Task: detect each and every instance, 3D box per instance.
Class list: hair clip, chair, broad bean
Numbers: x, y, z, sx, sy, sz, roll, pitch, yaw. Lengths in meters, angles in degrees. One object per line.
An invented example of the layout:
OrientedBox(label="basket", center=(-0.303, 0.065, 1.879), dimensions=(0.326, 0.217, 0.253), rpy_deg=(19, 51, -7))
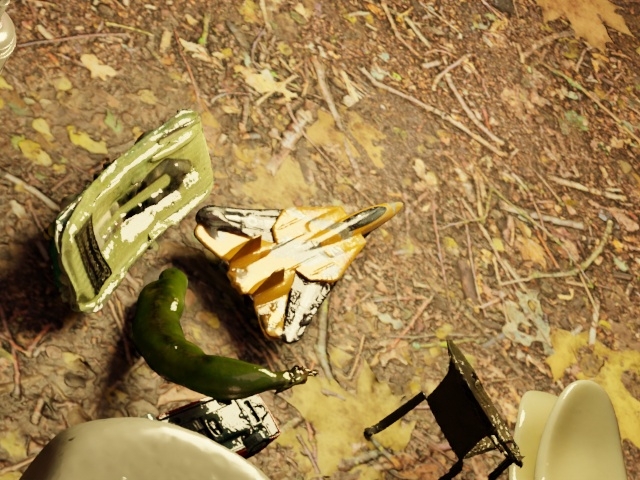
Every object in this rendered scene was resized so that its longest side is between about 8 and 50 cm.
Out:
OrientedBox(label="hair clip", center=(0.323, 0.298, 2.254), dimensions=(0.173, 0.113, 0.282), rpy_deg=(12, 56, -27))
OrientedBox(label="hair clip", center=(-0.243, -0.040, 2.138), dimensions=(0.091, 0.138, 0.321), rpy_deg=(6, 34, 30))
OrientedBox(label="chair", center=(0.174, 0.215, 2.137), dimensions=(0.149, 0.213, 0.174), rpy_deg=(-15, 67, -35))
OrientedBox(label="broad bean", center=(-0.141, 0.116, 2.039), dimensions=(0.144, 0.049, 0.292), rpy_deg=(-19, 35, -34))

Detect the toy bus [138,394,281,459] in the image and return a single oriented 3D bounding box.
OrientedBox(label="toy bus", center=(-0.143, 0.229, 1.989), dimensions=(0.195, 0.089, 0.081), rpy_deg=(-18, 68, -43))

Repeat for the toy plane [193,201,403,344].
OrientedBox(label="toy plane", center=(-0.007, 0.007, 2.263), dimensions=(0.316, 0.103, 0.204), rpy_deg=(-22, 72, -50))

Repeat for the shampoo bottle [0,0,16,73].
OrientedBox(label="shampoo bottle", center=(-0.412, -0.175, 1.971), dimensions=(0.092, 0.303, 0.092), rpy_deg=(20, 46, -22))

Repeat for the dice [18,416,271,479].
OrientedBox(label="dice", center=(-0.204, 0.368, 1.682), dimensions=(0.277, 0.304, 0.304), rpy_deg=(29, 45, -11))
